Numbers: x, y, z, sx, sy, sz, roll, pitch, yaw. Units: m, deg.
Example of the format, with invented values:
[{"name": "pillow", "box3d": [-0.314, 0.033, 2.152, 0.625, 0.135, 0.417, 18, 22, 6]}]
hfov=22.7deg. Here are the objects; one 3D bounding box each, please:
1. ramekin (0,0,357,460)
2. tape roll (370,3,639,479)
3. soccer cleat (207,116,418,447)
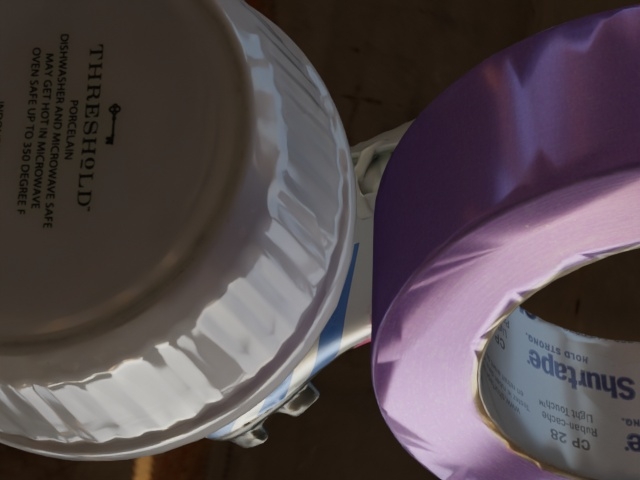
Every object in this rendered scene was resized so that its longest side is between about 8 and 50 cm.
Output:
[{"name": "ramekin", "box3d": [-0.124, -0.032, 0.795, 0.273, 0.127, 0.273, -3, -107, 10]}, {"name": "tape roll", "box3d": [0.159, 0.024, 0.701, 0.275, 0.275, 0.090, -5, -131, 10]}, {"name": "soccer cleat", "box3d": [0.000, 0.000, 0.939, 0.143, 0.116, 0.331, 38, -65, -25]}]
